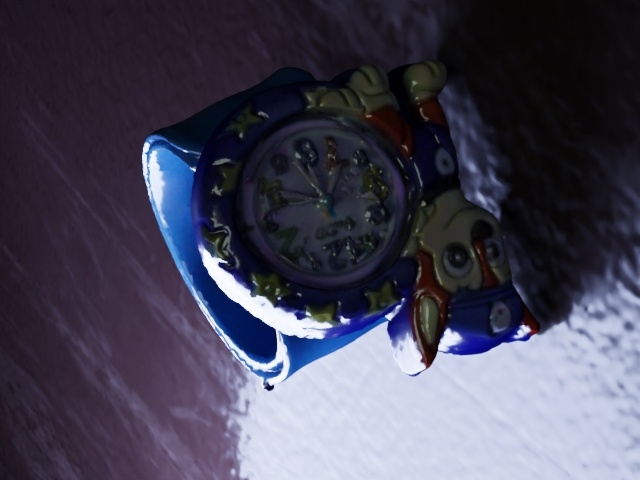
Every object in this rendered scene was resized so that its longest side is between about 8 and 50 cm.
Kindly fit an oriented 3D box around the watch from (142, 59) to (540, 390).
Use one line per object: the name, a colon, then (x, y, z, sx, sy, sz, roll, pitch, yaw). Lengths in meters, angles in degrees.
watch: (-0.008, -0.005, 1.094, 0.200, 0.171, 0.196, -18, 90, 69)
